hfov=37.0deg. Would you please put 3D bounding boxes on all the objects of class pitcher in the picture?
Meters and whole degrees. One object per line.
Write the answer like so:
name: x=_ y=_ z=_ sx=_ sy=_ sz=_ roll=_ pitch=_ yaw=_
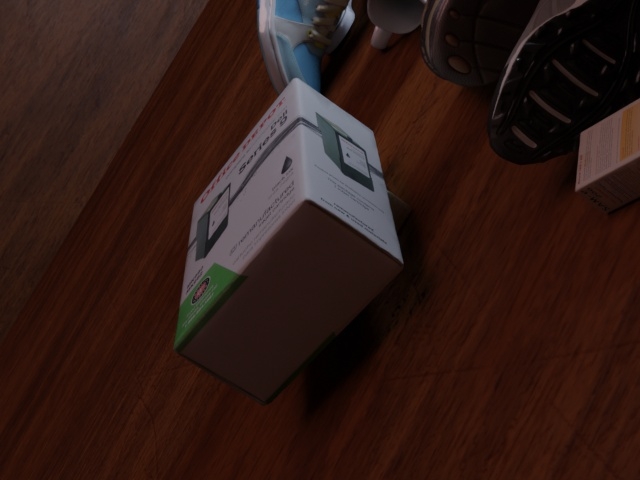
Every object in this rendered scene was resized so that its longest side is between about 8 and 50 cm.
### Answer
pitcher: x=0.114 y=-0.377 z=1.301 sx=0.178 sy=0.125 sz=0.207 roll=136 pitch=149 yaw=-69

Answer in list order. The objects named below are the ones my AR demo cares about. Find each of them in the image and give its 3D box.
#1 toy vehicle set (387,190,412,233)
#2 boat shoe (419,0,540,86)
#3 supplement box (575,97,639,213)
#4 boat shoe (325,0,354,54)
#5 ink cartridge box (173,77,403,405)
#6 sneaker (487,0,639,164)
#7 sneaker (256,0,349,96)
toy vehicle set: x=0.000 y=0.000 z=1.115 sx=0.166 sy=0.035 sz=0.267 roll=-57 pitch=21 yaw=0
boat shoe: x=0.203 y=-0.328 z=1.000 sx=0.355 sy=0.132 sz=0.130 roll=-56 pitch=21 yaw=0
supplement box: x=0.235 y=-0.069 z=0.693 sx=0.098 sy=0.036 sz=0.062 roll=-33 pitch=32 yaw=48
boat shoe: x=0.010 y=-0.394 z=1.591 sx=0.080 sy=0.076 sz=0.229 roll=-41 pitch=26 yaw=37
ink cartridge box: x=-0.039 y=-0.010 z=0.991 sx=0.211 sy=0.121 sz=0.289 roll=-48 pitch=22 yaw=22
sneaker: x=0.221 y=-0.173 z=0.809 sx=0.272 sy=0.100 sz=0.108 roll=-57 pitch=11 yaw=-15
sneaker: x=0.015 y=-0.362 z=1.442 sx=0.208 sy=0.319 sz=0.127 roll=-6 pitch=1 yaw=20
